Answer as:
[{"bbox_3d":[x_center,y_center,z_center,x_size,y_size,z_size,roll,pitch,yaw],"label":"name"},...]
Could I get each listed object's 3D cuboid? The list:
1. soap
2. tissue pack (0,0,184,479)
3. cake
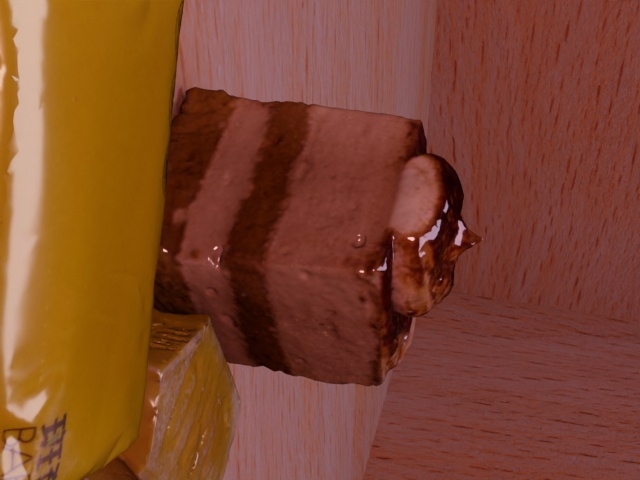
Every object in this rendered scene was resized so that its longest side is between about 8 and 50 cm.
[{"bbox_3d":[-0.138,0.148,0.864,0.257,0.080,0.160,81,21,-58],"label":"soap"},{"bbox_3d":[-0.159,-0.007,0.501,0.192,0.134,0.270,-30,128,-75],"label":"tissue pack"},{"bbox_3d":[0.000,0.000,0.908,0.198,0.293,0.196,77,24,-51],"label":"cake"}]
